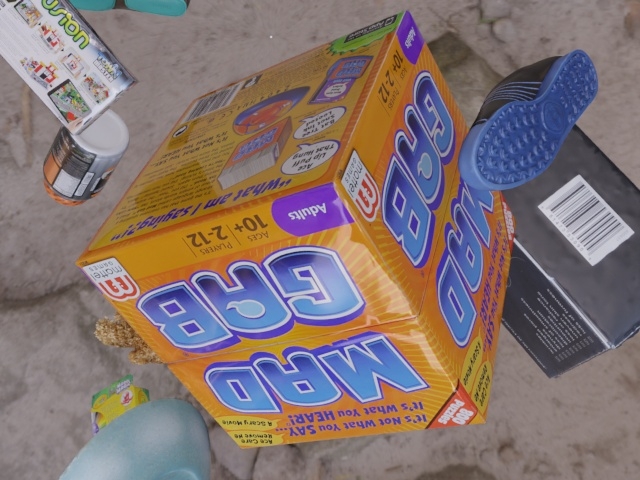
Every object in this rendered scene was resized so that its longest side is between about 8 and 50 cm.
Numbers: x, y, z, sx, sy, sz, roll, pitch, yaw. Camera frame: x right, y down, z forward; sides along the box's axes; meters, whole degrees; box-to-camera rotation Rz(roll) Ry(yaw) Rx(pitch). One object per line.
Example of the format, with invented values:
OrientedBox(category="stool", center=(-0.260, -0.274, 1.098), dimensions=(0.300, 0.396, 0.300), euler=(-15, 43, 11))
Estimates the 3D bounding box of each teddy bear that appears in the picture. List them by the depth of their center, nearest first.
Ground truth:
OrientedBox(category="teddy bear", center=(-0.383, 0.177, 1.803), dimensions=(0.244, 0.338, 0.113), euler=(2, 101, 0))

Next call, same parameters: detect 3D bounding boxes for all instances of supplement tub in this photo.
OrientedBox(category="supplement tub", center=(-0.427, -0.148, 1.414), dimensions=(0.117, 0.117, 0.190), euler=(36, 138, -11))

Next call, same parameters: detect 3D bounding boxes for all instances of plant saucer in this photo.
OrientedBox(category="plant saucer", center=(-0.146, 0.227, 0.644), dimensions=(0.037, 0.195, 0.195), euler=(22, 105, 30))

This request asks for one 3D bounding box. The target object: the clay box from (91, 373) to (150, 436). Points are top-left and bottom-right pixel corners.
OrientedBox(category="clay box", center=(-0.400, 0.396, 1.599), dimensions=(0.127, 0.222, 0.053), euler=(-30, 144, 22))

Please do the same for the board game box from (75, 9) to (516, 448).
OrientedBox(category="board game box", center=(0.000, 0.000, 1.000), dimensions=(0.356, 0.356, 0.356), euler=(-15, 124, 31))

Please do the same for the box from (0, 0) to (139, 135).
OrientedBox(category="box", center=(-0.352, -0.254, 1.039), dimensions=(0.114, 0.036, 0.207), euler=(-39, 99, 4))

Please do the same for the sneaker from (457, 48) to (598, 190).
OrientedBox(category="sneaker", center=(0.198, -0.117, 0.812), dimensions=(0.232, 0.090, 0.081), euler=(-40, 106, -34))

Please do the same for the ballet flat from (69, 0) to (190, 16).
OrientedBox(category="ballet flat", center=(-0.400, -0.503, 1.559), dimensions=(0.280, 0.095, 0.096), euler=(2, 62, -24))

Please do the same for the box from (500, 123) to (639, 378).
OrientedBox(category="box", center=(0.528, 0.023, 1.804), dimensions=(0.297, 0.472, 0.480), euler=(-36, 76, -11))
